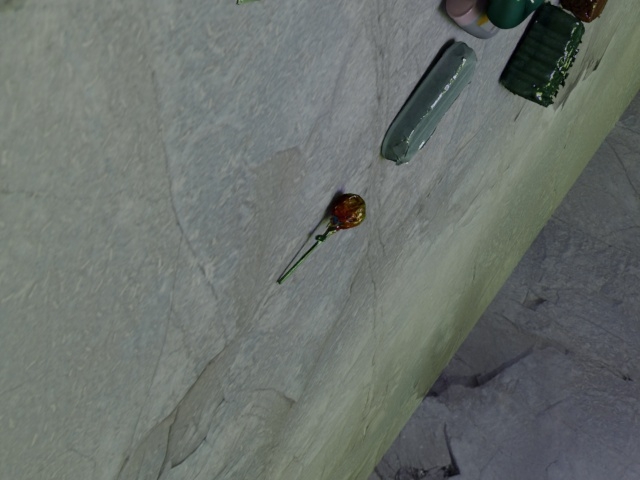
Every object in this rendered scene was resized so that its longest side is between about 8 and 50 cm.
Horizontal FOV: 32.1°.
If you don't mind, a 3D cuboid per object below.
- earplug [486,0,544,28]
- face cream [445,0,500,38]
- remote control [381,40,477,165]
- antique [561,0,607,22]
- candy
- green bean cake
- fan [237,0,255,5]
[{"bbox_3d":[0.353,-0.483,1.812,0.257,0.164,0.280,-4,96,-31],"label":"earplug"},{"bbox_3d":[0.262,-0.390,1.870,0.084,0.057,0.198,-67,162,7],"label":"face cream"},{"bbox_3d":[0.191,-0.238,1.939,0.247,0.052,0.104,-54,160,-6],"label":"remote control"},{"bbox_3d":[0.597,-0.612,2.355,0.093,0.087,0.310,-38,153,-43],"label":"antique"},{"bbox_3d":[0.000,0.000,1.831,0.201,0.060,0.060,-46,159,-14],"label":"candy"},{"bbox_3d":[0.489,-0.394,2.389,0.208,0.107,0.193,-64,160,11],"label":"green bean cake"},{"bbox_3d":[-0.020,-0.340,1.287,0.240,0.009,0.131,-44,154,-38],"label":"fan"}]
